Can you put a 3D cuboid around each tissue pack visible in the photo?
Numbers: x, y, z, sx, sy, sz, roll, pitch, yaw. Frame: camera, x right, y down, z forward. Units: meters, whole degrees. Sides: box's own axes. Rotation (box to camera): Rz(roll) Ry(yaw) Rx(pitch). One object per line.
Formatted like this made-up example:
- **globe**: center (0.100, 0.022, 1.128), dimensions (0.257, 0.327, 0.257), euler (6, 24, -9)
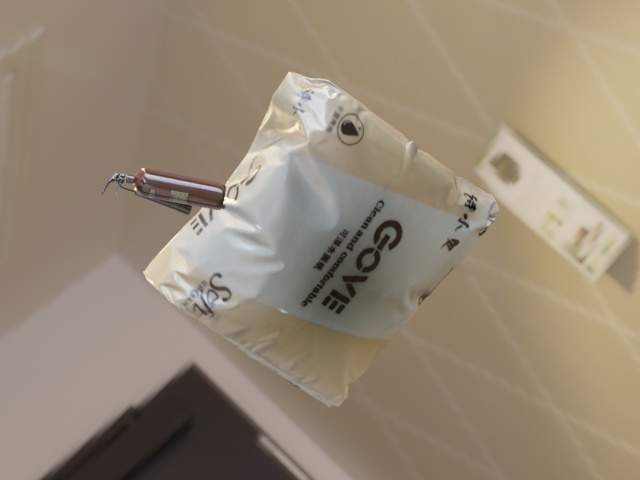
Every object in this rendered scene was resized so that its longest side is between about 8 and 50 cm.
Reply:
- **tissue pack**: center (0.000, 0.000, 2.159), dimensions (0.390, 0.195, 0.375), euler (30, -74, -35)

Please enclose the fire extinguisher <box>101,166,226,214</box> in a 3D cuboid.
- **fire extinguisher**: center (-0.131, -0.042, 1.371), dimensions (0.046, 0.100, 0.032), euler (171, 109, -81)
